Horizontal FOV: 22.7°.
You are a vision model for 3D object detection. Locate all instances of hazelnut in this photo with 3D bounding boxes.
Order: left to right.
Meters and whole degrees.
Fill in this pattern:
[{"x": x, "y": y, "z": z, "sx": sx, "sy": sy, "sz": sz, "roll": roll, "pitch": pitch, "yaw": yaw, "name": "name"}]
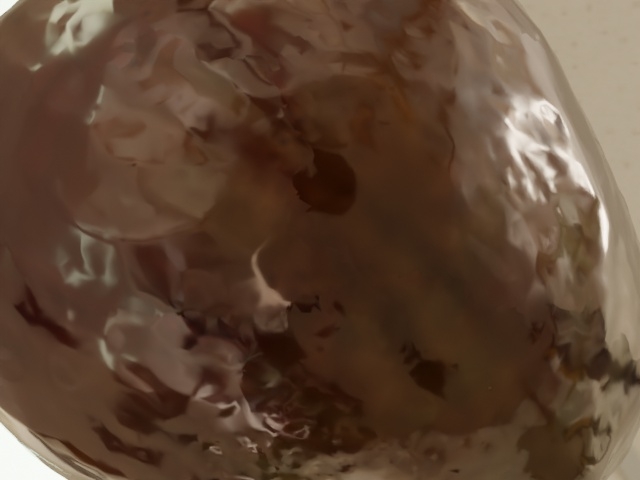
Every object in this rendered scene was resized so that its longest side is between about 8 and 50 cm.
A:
[{"x": 0.000, "y": 0.000, "z": 0.869, "sx": 0.421, "sy": 0.421, "sz": 0.353, "roll": 33, "pitch": -95, "yaw": -31, "name": "hazelnut"}]
